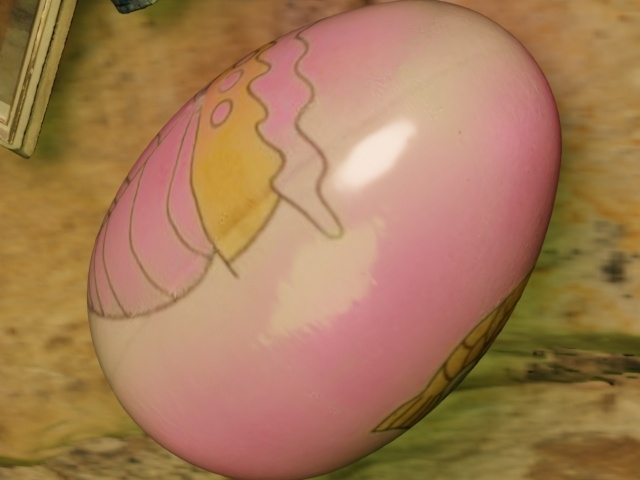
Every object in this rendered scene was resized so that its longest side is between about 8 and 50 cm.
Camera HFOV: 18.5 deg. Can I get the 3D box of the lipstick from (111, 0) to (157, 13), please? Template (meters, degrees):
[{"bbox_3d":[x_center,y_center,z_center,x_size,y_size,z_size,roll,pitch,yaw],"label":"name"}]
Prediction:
[{"bbox_3d":[-0.140,-0.212,0.905,0.053,0.053,0.234,-24,115,29],"label":"lipstick"}]

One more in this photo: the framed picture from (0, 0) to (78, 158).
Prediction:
[{"bbox_3d":[-0.235,-0.172,0.943,0.274,0.017,0.217,27,133,5],"label":"framed picture"}]

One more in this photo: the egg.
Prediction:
[{"bbox_3d":[0.000,0.000,0.940,0.196,0.196,0.271,27,134,-8],"label":"egg"}]
